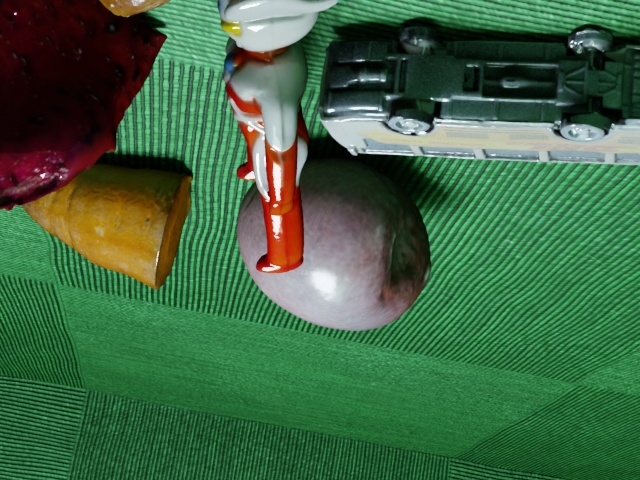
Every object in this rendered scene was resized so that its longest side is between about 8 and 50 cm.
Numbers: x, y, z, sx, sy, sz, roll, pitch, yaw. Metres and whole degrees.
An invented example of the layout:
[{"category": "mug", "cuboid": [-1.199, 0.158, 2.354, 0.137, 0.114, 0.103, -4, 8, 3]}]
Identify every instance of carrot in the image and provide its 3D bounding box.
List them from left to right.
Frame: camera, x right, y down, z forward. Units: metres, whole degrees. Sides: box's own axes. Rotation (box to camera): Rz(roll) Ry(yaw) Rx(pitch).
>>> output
[{"category": "carrot", "cuboid": [-0.288, -0.045, 1.539, 0.225, 0.159, 0.159, 19, 161, 7]}]

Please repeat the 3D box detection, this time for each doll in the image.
[{"category": "doll", "cuboid": [-0.048, -0.131, 1.111, 0.099, 0.188, 0.384, -8, 144, -10]}]

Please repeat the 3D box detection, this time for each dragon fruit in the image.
[{"category": "dragon fruit", "cuboid": [-0.334, -0.159, 1.046, 0.302, 0.330, 0.240, 8, 139, 9]}]

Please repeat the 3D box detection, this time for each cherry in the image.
[{"category": "cherry", "cuboid": [0.006, 0.008, 1.419, 0.239, 0.206, 0.239, -1, 168, 0]}]

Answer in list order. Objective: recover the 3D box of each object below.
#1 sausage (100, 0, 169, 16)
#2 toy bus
[{"category": "sausage", "cuboid": [-0.061, -0.246, 0.906, 0.302, 0.103, 0.076, -5, -166, 32]}, {"category": "toy bus", "cuboid": [0.177, -0.133, 1.117, 0.342, 0.097, 0.138, 3, 166, 15]}]
